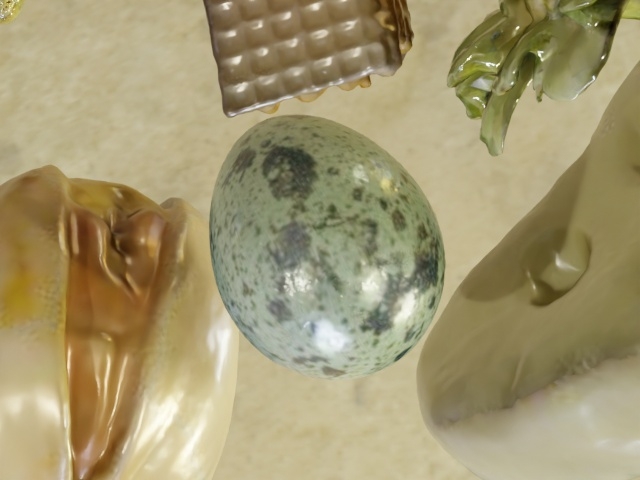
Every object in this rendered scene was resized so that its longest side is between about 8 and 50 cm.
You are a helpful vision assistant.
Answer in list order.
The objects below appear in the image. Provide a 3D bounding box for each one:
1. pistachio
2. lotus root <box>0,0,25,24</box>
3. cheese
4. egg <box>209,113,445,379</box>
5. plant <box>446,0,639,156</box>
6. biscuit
[{"bbox_3d":[-0.172,0.099,1.207,0.230,0.230,0.309,19,63,-32],"label":"pistachio"},{"bbox_3d":[-0.260,-0.199,1.340,0.049,0.099,0.054,-19,124,-31],"label":"lotus root"},{"bbox_3d":[0.208,0.002,1.124,0.129,0.328,0.351,41,39,-26],"label":"cheese"},{"bbox_3d":[0.000,0.000,1.003,0.132,0.132,0.172,-1,52,-36],"label":"egg"},{"bbox_3d":[0.186,-0.146,0.786,0.297,0.306,0.261,51,14,29],"label":"plant"},{"bbox_3d":[-0.029,-0.240,0.862,0.054,0.094,0.379,34,42,-67],"label":"biscuit"}]
